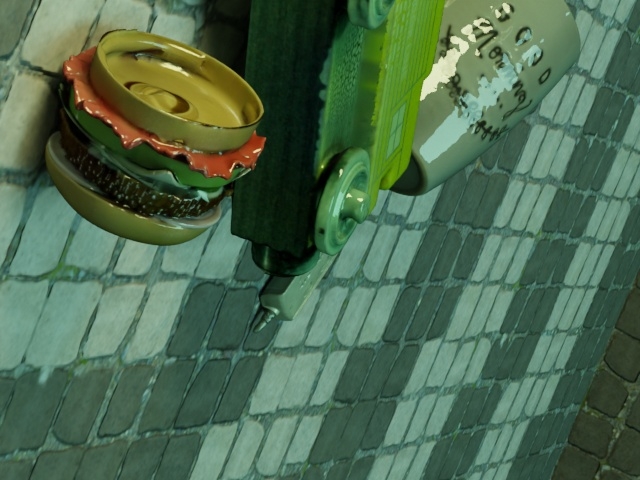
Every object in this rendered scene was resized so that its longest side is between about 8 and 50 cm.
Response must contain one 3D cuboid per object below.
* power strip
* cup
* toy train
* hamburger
[{"bbox_3d":[0.000,0.000,1.913,0.252,0.027,0.060,-57,157,-20],"label":"power strip"},{"bbox_3d":[0.110,-0.197,1.808,0.234,0.186,0.258,-47,125,-22],"label":"cup"},{"bbox_3d":[0.010,-0.188,1.564,0.272,0.179,0.442,-50,155,-51],"label":"toy train"},{"bbox_3d":[-0.133,-0.073,1.374,0.175,0.175,0.137,-25,148,-58],"label":"hamburger"}]
